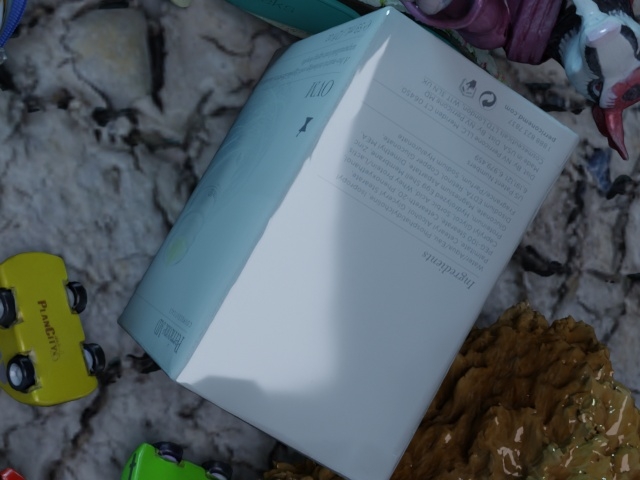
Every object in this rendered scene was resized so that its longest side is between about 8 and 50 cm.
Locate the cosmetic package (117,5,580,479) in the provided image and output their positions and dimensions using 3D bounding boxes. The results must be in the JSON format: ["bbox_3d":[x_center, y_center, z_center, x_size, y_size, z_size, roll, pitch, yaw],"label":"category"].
[{"bbox_3d":[0.000,0.000,0.672,0.138,0.224,0.224,30,84,-17],"label":"cosmetic package"}]

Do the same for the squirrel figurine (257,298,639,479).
[{"bbox_3d":[0.151,0.229,0.656,0.281,0.370,0.397,-5,64,-56],"label":"squirrel figurine"}]

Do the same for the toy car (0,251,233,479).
[{"bbox_3d":[-0.144,0.150,0.705,0.225,0.053,0.239,32,51,-32],"label":"toy car"}]

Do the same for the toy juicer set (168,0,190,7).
[{"bbox_3d":[-0.146,-0.313,0.648,0.329,0.089,0.209,33,97,-42],"label":"toy juicer set"}]

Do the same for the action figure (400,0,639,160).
[{"bbox_3d":[0.086,-0.209,0.628,0.248,0.276,0.370,-24,89,-15],"label":"action figure"}]

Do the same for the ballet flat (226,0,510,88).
[{"bbox_3d":[0.037,-0.157,0.753,0.241,0.091,0.077,28,60,-21],"label":"ballet flat"}]

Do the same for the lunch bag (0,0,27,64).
[{"bbox_3d":[-0.315,-0.155,0.594,0.303,0.115,0.243,42,103,-18],"label":"lunch bag"}]
